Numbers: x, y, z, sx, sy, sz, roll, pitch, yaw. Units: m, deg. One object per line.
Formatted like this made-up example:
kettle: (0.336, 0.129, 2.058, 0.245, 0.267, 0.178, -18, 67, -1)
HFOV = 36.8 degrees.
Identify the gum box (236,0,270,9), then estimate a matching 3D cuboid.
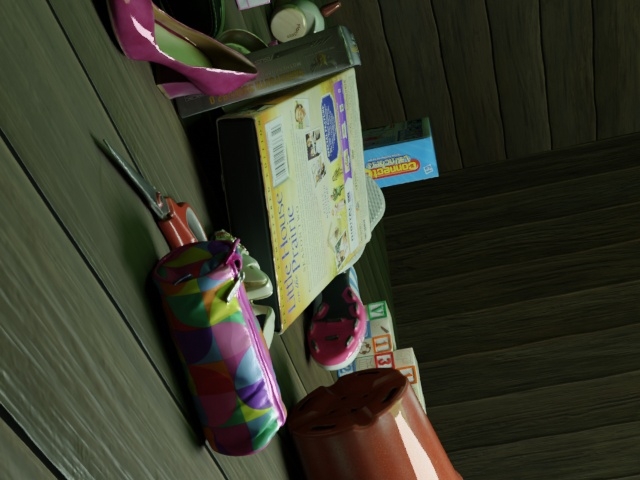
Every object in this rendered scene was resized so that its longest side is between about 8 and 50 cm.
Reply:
gum box: (-0.143, -0.528, 1.771, 0.107, 0.062, 0.188, -90, 166, -52)

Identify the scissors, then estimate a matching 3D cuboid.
scissors: (-0.175, -0.043, 1.049, 0.297, 0.021, 0.109, 67, 16, -50)

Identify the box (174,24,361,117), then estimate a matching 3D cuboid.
box: (-0.066, -0.226, 1.282, 0.183, 0.231, 0.056, -66, 139, -77)

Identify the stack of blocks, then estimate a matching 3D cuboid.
stack of blocks: (0.127, 0.287, 2.114, 0.087, 0.171, 0.297, 67, 14, -56)

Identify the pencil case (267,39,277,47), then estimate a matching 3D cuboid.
pencil case: (-0.063, -0.319, 1.957, 0.209, 0.095, 0.098, 62, 3, -70)

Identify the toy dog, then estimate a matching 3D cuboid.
toy dog: (-0.006, -0.433, 2.228, 0.333, 0.161, 0.220, 68, 14, -52)

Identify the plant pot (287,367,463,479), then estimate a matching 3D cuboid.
plant pot: (0.087, 0.361, 1.505, 0.272, 0.272, 0.265, -75, 144, -72)

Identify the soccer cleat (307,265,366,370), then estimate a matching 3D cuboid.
soccer cleat: (0.040, 0.154, 1.889, 0.331, 0.116, 0.143, -91, 167, -52)

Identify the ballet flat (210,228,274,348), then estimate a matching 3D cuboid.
ballet flat: (-0.095, 0.084, 1.201, 0.091, 0.077, 0.241, 70, 11, -51)

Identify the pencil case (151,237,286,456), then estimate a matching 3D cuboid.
pencil case: (-0.104, 0.113, 1.026, 0.104, 0.104, 0.236, -84, 162, -65)

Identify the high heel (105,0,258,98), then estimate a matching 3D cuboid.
high heel: (-0.154, -0.230, 1.083, 0.244, 0.117, 0.082, 62, 19, -64)

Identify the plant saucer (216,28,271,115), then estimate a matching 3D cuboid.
plant saucer: (-0.115, -0.237, 1.461, 0.168, 0.029, 0.168, 17, 67, -46)

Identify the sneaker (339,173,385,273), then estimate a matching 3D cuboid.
sneaker: (0.000, 0.000, 1.816, 0.135, 0.150, 0.366, 53, 35, -2)

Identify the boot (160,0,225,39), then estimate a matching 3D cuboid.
boot: (-0.190, -0.334, 1.140, 0.178, 0.085, 0.236, -72, 149, -65)

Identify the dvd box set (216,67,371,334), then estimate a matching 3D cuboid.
dvd box set: (-0.023, -0.079, 1.452, 0.420, 0.062, 0.307, -44, 130, -62)

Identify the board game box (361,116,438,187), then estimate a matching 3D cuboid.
board game box: (0.097, -0.179, 2.087, 0.308, 0.302, 0.086, -69, 147, -74)

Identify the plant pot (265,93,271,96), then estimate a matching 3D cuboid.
plant pot: (-0.096, -0.235, 1.572, 0.134, 0.095, 0.134, -12, 90, -82)
